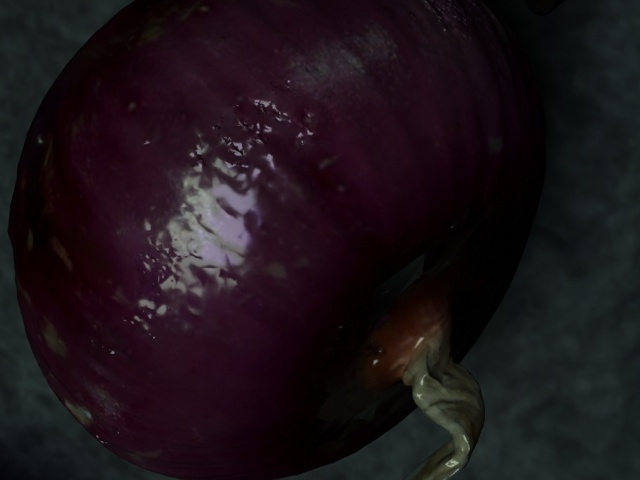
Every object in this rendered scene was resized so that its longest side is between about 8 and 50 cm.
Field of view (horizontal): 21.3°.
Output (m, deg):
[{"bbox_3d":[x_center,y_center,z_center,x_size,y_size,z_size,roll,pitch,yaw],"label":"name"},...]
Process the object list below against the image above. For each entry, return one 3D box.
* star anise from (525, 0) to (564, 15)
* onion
[{"bbox_3d":[0.080,-0.178,0.450,0.212,0.129,0.283,-30,101,41],"label":"star anise"},{"bbox_3d":[-0.007,-0.007,0.518,0.153,0.177,0.177,13,111,24],"label":"onion"}]
